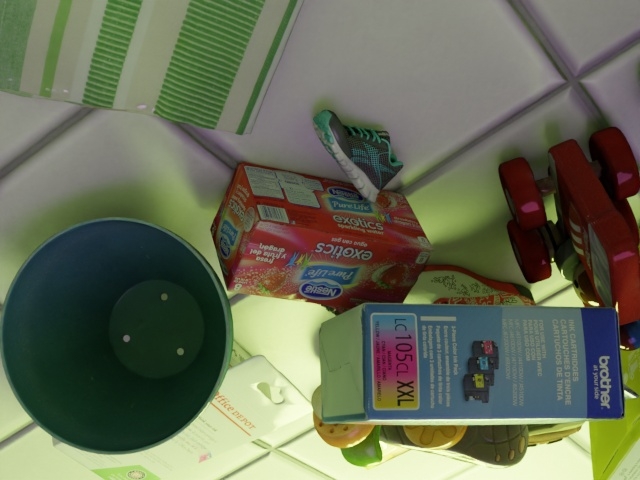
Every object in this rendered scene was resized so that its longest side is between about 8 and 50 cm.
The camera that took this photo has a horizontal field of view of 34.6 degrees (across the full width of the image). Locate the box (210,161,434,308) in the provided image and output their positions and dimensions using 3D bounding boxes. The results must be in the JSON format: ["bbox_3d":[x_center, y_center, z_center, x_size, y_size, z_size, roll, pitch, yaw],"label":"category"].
[{"bbox_3d":[0.000,0.000,1.349,0.257,0.128,0.122,9,126,-26],"label":"box"}]

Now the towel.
[{"bbox_3d":[-0.192,-0.235,1.105,0.325,0.038,0.247,8,133,-22],"label":"towel"}]

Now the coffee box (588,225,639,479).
[{"bbox_3d":[0.612,0.185,1.538,0.335,0.337,0.338,11,136,-3],"label":"coffee box"}]

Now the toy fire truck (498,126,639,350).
[{"bbox_3d":[0.365,0.014,1.388,0.169,0.253,0.302,-18,139,4],"label":"toy fire truck"}]

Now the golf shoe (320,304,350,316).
[{"bbox_3d":[-0.006,0.044,1.467,0.186,0.067,0.086,31,88,-33],"label":"golf shoe"}]

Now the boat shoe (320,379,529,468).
[{"bbox_3d":[0.161,0.297,1.698,0.356,0.132,0.130,22,159,-2],"label":"boat shoe"}]

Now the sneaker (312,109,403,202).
[{"bbox_3d":[0.050,-0.121,1.301,0.076,0.065,0.166,-39,140,2],"label":"sneaker"}]

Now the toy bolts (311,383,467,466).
[{"bbox_3d":[0.100,0.198,1.527,0.218,0.228,0.158,-8,144,25],"label":"toy bolts"}]

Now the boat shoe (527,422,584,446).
[{"bbox_3d":[0.343,0.336,1.859,0.307,0.110,0.104,3,136,-19],"label":"boat shoe"}]

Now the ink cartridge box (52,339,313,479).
[{"bbox_3d":[-0.208,0.240,1.573,0.354,0.119,0.207,-24,138,12],"label":"ink cartridge box"}]

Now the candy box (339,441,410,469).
[{"bbox_3d":[0.083,0.336,1.825,0.109,0.053,0.187,-29,139,15],"label":"candy box"}]

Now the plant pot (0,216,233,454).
[{"bbox_3d":[-0.241,0.120,1.344,0.290,0.290,0.195,-20,174,6],"label":"plant pot"}]

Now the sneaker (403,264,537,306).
[{"bbox_3d":[0.233,0.126,1.559,0.270,0.145,0.090,11,133,-27],"label":"sneaker"}]

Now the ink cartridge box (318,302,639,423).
[{"bbox_3d":[0.217,0.169,1.365,0.396,0.151,0.270,0,170,-12],"label":"ink cartridge box"}]
